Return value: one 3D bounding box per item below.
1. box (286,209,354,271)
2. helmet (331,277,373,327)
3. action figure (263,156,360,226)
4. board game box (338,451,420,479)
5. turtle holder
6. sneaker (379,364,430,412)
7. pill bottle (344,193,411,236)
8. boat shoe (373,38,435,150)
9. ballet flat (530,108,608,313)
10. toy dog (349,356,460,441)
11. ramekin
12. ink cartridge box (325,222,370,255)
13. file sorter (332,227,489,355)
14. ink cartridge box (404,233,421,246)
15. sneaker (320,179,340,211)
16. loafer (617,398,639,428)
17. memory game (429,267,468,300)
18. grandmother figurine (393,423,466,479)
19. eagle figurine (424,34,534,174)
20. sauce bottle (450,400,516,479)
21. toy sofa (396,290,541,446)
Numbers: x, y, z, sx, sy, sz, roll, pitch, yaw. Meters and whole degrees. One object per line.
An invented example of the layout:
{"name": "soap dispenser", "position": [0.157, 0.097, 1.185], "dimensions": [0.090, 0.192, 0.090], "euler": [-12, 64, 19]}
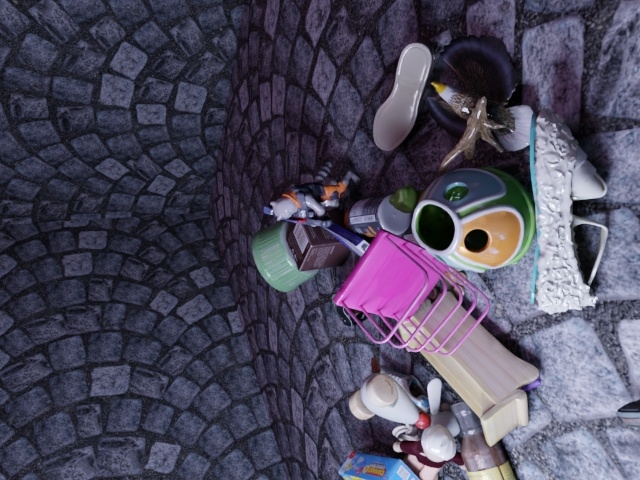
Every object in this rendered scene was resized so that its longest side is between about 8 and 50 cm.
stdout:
{"name": "box", "position": [0.000, 0.000, 1.689], "dimensions": [0.168, 0.203, 0.167], "euler": [66, 147, 33]}
{"name": "helmet", "position": [0.117, 0.211, 1.555], "dimensions": [0.169, 0.169, 0.162], "euler": [17, 127, 61]}
{"name": "action figure", "position": [-0.067, -0.167, 1.560], "dimensions": [0.341, 0.330, 0.179], "euler": [10, 122, 37]}
{"name": "board game box", "position": [0.246, 0.810, 1.346], "dimensions": [0.308, 0.086, 0.302], "euler": [47, 148, -2]}
{"name": "turtle holder", "position": [0.323, -0.069, 1.009], "dimensions": [0.320, 0.227, 0.243], "euler": [60, 144, 29]}
{"name": "sneaker", "position": [0.270, 0.472, 1.409], "dimensions": [0.228, 0.087, 0.092], "euler": [36, 120, 46]}
{"name": "pill bottle", "position": [0.174, -0.076, 1.419], "dimensions": [0.245, 0.130, 0.130], "euler": [-2, 93, 63]}
{"name": "boat shoe", "position": [0.244, -0.414, 1.254], "dimensions": [0.116, 0.097, 0.324], "euler": [26, 132, 11]}
{"name": "ballet flat", "position": [0.491, -0.054, 0.854], "dimensions": [0.147, 0.147, 0.409], "euler": [13, 110, 61]}
{"name": "toy dog", "position": [0.238, 0.445, 1.241], "dimensions": [0.220, 0.333, 0.161], "euler": [-28, 36, 37]}
{"name": "ramekin", "position": [-0.135, 0.055, 1.859], "dimensions": [0.148, 0.303, 0.303], "euler": [-28, 67, 28]}
{"name": "ink cartridge box", "position": [0.113, 0.006, 1.496], "dimensions": [0.045, 0.208, 0.206], "euler": [-54, 33, -2]}
{"name": "file sorter", "position": [0.223, 0.138, 1.002], "dimensions": [0.202, 0.290, 0.182], "euler": [-57, 43, 14]}
{"name": "ink cartridge box", "position": [0.298, 0.038, 1.261], "dimensions": [0.088, 0.052, 0.122], "euler": [-13, 85, 62]}
{"name": "sneaker", "position": [0.018, -0.143, 1.743], "dimensions": [0.080, 0.094, 0.212], "euler": [50, 137, 49]}
{"name": "loafer", "position": [0.619, 0.286, 0.686], "dimensions": [0.267, 0.096, 0.084], "euler": [-47, 60, 53]}
{"name": "memory game", "position": [0.350, 0.097, 1.244], "dimensions": [0.186, 0.012, 0.186], "euler": [21, 113, 60]}
{"name": "grandmother figurine", "position": [0.311, 0.608, 1.213], "dimensions": [0.342, 0.207, 0.104], "euler": [85, -173, -50]}
{"name": "eagle figurine", "position": [0.349, -0.327, 1.016], "dimensions": [0.226, 0.225, 0.298], "euler": [-20, 31, 26]}
{"name": "sauce bottle", "position": [0.428, 0.582, 1.093], "dimensions": [0.111, 0.111, 0.344], "euler": [-49, 51, 55]}
{"name": "toy sofa", "position": [0.376, 0.312, 1.116], "dimensions": [0.362, 0.177, 0.150], "euler": [48, 167, 48]}
